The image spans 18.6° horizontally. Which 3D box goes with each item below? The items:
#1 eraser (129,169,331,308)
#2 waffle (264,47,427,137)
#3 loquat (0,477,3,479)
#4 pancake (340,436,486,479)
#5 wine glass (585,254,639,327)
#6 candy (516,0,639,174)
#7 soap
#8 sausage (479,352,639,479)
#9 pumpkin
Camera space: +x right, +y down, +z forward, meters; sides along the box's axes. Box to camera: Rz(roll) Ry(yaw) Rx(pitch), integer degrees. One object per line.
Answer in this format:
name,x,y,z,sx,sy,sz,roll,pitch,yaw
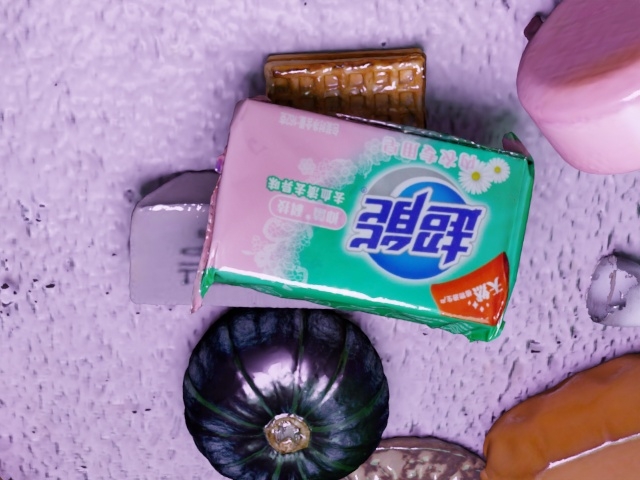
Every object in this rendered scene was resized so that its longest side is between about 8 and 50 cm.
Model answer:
eraser,0.000,0.000,1.808,0.352,0.077,0.111,1,118,-7
waffle,0.023,-0.121,1.762,0.148,0.042,0.102,-4,119,-3
loquat,-0.418,0.331,1.815,0.328,0.328,0.328,-2,119,-4
pancake,0.077,0.324,2.021,0.286,0.033,0.288,-25,119,6
wine glass,0.339,0.062,1.881,0.155,0.072,0.072,14,116,-14
candy,0.278,-0.164,1.658,0.255,0.255,0.094,-35,115,13
soap,0.036,-0.014,1.701,0.273,0.098,0.218,12,85,-5
sausage,0.269,0.194,1.907,0.241,0.136,0.120,-24,122,6
pumpkin,-0.033,0.150,1.852,0.202,0.140,0.202,-1,118,-2
